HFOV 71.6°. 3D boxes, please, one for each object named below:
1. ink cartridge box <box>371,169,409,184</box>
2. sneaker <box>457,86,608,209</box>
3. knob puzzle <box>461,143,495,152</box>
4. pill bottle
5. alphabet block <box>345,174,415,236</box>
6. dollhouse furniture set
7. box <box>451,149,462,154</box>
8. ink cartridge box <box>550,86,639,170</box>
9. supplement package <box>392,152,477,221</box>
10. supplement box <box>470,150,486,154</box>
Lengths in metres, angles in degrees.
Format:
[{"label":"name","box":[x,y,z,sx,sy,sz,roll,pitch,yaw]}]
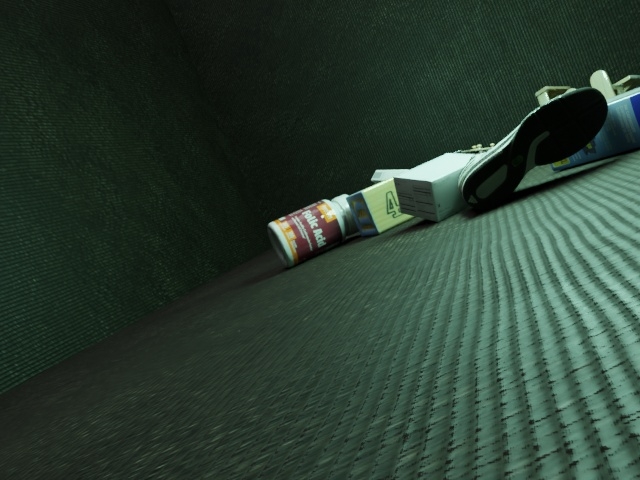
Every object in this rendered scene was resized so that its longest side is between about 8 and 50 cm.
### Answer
[{"label":"ink cartridge box","box":[0.405,-0.235,2.024,0.066,0.261,0.296,-62,21,-2]},{"label":"sneaker","box":[0.589,-0.287,1.325,0.447,0.169,0.257,-38,12,14]},{"label":"knob puzzle","box":[0.749,-0.421,2.011,0.213,0.030,0.213,-6,7,1]},{"label":"pill bottle","box":[-0.023,-0.051,2.023,0.392,0.224,0.224,-25,5,-16]},{"label":"alphabet block","box":[0.255,-0.144,1.881,0.197,0.193,0.192,-25,6,-17]},{"label":"dollhouse furniture set","box":[1.220,-0.653,1.997,0.362,0.257,0.394,-9,-11,-24]},{"label":"box","box":[0.630,-0.314,2.041,0.077,0.180,0.147,-23,4,9]},{"label":"ink cartridge box","box":[0.899,-0.354,1.285,0.270,0.151,0.395,-26,4,-25]},{"label":"supplement package","box":[0.427,-0.193,1.546,0.261,0.145,0.204,-26,22,-21]},{"label":"supplement box","box":[0.729,-0.335,2.020,0.073,0.130,0.239,6,10,9]}]
